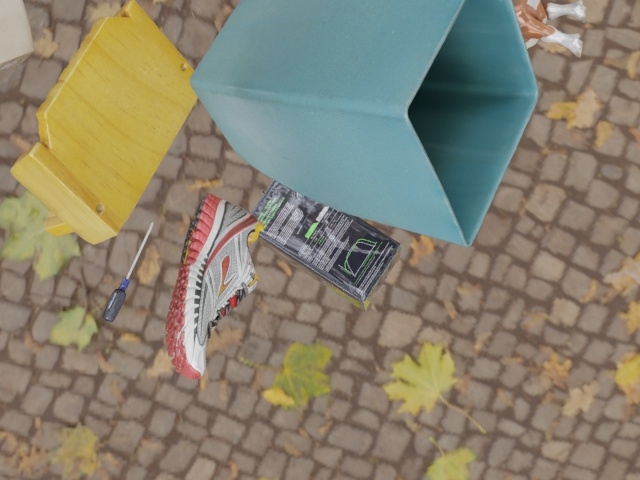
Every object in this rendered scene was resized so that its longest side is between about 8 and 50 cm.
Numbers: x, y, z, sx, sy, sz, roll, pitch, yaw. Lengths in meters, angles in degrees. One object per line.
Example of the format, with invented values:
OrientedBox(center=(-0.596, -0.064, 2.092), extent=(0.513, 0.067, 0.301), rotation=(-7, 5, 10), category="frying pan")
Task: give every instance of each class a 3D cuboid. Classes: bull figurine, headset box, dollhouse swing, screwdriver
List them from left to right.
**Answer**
OrientedBox(center=(-0.434, -0.203, 1.832), extent=(0.315, 0.305, 0.346), rotation=(49, 56, -41), category="dollhouse swing")
OrientedBox(center=(-0.289, 0.047, 1.552), extent=(0.024, 0.025, 0.170), rotation=(34, 75, -34), category="screwdriver")
OrientedBox(center=(0.000, 0.000, 1.927), extent=(0.283, 0.246, 0.131), rotation=(32, 85, 7), category="headset box")
OrientedBox(center=(0.265, -0.339, 1.360), extent=(0.188, 0.101, 0.310), rotation=(8, 126, 12), category="bull figurine")

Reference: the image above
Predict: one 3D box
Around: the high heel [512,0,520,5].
OrientedBox(center=(0.132, -0.193, 1.163), extent=(0.181, 0.127, 0.377), rotation=(-27, 153, -1), category="high heel")

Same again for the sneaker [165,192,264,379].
OrientedBox(center=(-0.116, 0.052, 1.151), extent=(0.093, 0.088, 0.225), rotation=(18, 61, -12), category="sneaker")

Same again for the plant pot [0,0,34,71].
OrientedBox(center=(-0.539, -0.335, 1.684), extent=(0.109, 0.109, 0.096), rotation=(-33, 98, -37), category="plant pot")

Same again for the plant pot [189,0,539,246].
OrientedBox(center=(0.026, -0.125, 0.829), extent=(0.165, 0.234, 0.165), rotation=(-61, 144, -24), category="plant pot")
